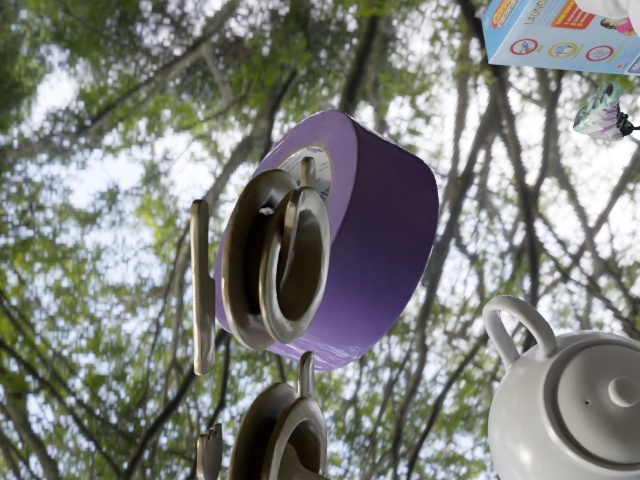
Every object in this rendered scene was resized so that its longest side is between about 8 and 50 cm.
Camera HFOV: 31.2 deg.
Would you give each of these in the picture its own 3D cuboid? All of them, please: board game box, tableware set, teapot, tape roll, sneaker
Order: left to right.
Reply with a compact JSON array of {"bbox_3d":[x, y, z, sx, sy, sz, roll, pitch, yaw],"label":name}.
[{"bbox_3d":[-0.013,0.062,0.554,0.039,0.194,0.128,6,-164,22],"label":"tableware set"},{"bbox_3d":[0.000,0.000,0.883,0.080,0.189,0.189,27,-136,-26],"label":"tape roll"},{"bbox_3d":[0.308,0.194,1.270,0.256,0.187,0.252,3,-120,1],"label":"teapot"},{"bbox_3d":[0.434,-0.366,1.676,0.302,0.308,0.086,2,-116,-16],"label":"board game box"},{"bbox_3d":[0.330,-0.139,1.272,0.069,0.098,0.038,22,-109,-5],"label":"sneaker"}]

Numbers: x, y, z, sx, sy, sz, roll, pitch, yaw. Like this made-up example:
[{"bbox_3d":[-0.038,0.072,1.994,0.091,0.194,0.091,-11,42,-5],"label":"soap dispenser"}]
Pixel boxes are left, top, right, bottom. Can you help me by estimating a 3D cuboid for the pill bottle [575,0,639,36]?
[{"bbox_3d":[0.407,-0.255,1.111,0.302,0.169,0.169,21,-135,33],"label":"pill bottle"}]
